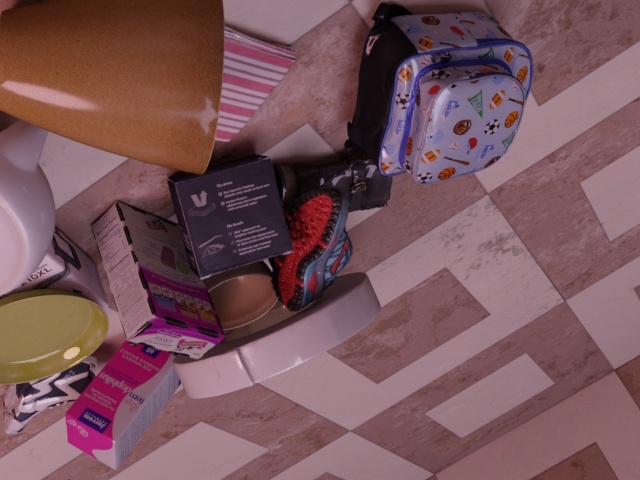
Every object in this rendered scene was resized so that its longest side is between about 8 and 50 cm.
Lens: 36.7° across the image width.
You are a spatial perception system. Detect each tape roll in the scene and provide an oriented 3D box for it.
[{"bbox_3d":[-0.078,0.168,1.747,0.392,0.072,0.392,-23,-174,3],"label":"tape roll"}]

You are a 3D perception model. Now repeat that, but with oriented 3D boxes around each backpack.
[{"bbox_3d":[0.198,-0.226,1.478,0.264,0.213,0.276,-21,145,-27],"label":"backpack"}]

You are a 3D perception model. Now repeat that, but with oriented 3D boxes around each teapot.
[{"bbox_3d":[-0.463,-0.055,1.287,0.256,0.187,0.252,1,125,5],"label":"teapot"}]

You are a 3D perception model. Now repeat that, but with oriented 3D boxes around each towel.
[{"bbox_3d":[-0.142,-0.223,1.404,0.144,0.029,0.197,10,136,-42],"label":"towel"}]

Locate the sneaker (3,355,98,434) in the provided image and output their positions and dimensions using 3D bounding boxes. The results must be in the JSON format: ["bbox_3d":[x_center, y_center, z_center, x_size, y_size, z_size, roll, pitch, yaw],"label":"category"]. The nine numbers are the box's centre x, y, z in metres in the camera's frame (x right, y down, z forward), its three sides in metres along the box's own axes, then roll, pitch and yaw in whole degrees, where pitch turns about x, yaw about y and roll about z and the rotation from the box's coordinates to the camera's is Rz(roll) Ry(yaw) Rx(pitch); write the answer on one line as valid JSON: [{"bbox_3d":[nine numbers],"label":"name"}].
[{"bbox_3d":[-0.494,0.285,1.806,0.153,0.094,0.235,12,122,-32],"label":"sneaker"}]

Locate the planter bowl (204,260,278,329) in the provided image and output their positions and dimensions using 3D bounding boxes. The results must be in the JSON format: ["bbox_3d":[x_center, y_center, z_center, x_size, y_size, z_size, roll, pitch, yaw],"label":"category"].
[{"bbox_3d":[-0.165,0.070,1.717,0.162,0.109,0.162,-18,146,-13],"label":"planter bowl"}]

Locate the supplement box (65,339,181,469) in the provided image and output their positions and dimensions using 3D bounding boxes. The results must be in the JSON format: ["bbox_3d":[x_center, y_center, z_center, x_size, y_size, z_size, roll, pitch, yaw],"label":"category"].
[{"bbox_3d":[-0.362,0.294,1.791,0.220,0.111,0.114,-56,166,-38],"label":"supplement box"}]

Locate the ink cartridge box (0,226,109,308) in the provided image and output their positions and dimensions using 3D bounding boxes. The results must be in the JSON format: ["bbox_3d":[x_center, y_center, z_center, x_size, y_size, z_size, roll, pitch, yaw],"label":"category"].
[{"bbox_3d":[-0.468,0.057,1.501,0.172,0.100,0.237,-28,147,3],"label":"ink cartridge box"}]

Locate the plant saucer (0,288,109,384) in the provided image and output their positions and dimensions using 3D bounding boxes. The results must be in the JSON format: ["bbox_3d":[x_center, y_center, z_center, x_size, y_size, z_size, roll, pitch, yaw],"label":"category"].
[{"bbox_3d":[-0.453,0.144,1.507,0.241,0.037,0.241,-18,148,-12],"label":"plant saucer"}]

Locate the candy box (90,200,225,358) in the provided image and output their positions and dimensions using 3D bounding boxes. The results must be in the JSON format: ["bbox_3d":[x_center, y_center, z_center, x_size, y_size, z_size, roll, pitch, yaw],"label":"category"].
[{"bbox_3d":[-0.259,0.064,1.530,0.071,0.233,0.159,-39,144,21],"label":"candy box"}]

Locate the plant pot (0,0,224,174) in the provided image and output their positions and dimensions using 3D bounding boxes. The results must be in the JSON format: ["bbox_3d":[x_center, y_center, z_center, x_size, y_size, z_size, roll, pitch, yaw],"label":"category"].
[{"bbox_3d":[-0.262,-0.209,1.186,0.255,0.237,0.237,3,139,-17],"label":"plant pot"}]

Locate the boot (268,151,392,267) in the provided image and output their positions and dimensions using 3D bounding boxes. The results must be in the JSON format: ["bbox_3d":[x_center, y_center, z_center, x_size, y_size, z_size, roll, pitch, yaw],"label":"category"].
[{"bbox_3d":[0.017,-0.055,1.685,0.229,0.091,0.263,-10,142,-22],"label":"boot"}]

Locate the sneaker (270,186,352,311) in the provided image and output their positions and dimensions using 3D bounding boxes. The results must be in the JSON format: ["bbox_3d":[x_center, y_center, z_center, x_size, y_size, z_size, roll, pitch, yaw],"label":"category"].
[{"bbox_3d":[0.000,0.000,1.617,0.125,0.104,0.261,-24,151,-38],"label":"sneaker"}]

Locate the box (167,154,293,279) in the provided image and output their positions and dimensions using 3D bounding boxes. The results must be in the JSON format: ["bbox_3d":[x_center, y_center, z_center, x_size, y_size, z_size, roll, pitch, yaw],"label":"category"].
[{"bbox_3d":[-0.143,-0.040,1.523,0.156,0.093,0.158,-16,102,-15],"label":"box"}]
